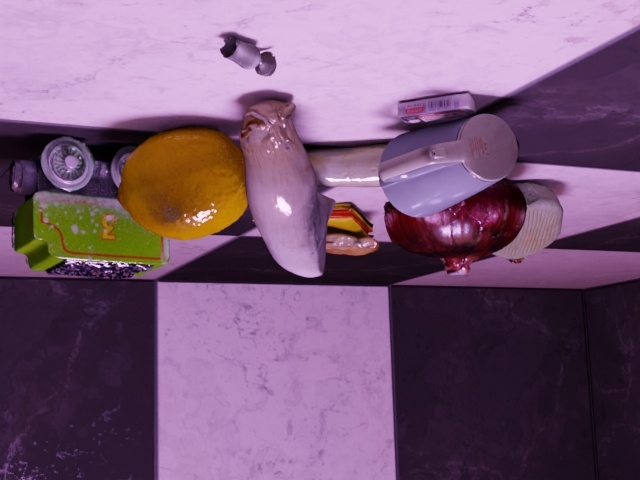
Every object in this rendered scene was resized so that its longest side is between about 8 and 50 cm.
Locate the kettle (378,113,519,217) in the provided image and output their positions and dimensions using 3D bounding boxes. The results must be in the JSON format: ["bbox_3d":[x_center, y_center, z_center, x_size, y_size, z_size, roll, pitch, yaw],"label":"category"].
[{"bbox_3d":[0.201,-0.136,1.705,0.211,0.159,0.243,-3,173,-24],"label":"kettle"}]

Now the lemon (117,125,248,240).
[{"bbox_3d":[-0.236,-0.100,1.750,0.260,0.204,0.204,-11,169,12],"label":"lemon"}]

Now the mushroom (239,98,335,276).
[{"bbox_3d":[-0.058,-0.087,1.721,0.126,0.177,0.397,9,157,15],"label":"mushroom"}]

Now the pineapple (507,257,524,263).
[{"bbox_3d":[0.472,-0.041,2.485,0.161,0.137,0.176,33,-163,7],"label":"pineapple"}]

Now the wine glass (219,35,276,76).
[{"bbox_3d":[-0.099,-0.252,1.357,0.039,0.042,0.083,-39,152,22],"label":"wine glass"}]

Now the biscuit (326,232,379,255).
[{"bbox_3d":[0.002,0.001,2.557,0.299,0.045,0.154,8,169,2],"label":"biscuit"}]

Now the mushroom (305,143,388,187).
[{"bbox_3d":[0.086,-0.142,1.898,0.312,0.081,0.100,1,-158,4],"label":"mushroom"}]

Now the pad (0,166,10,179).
[{"bbox_3d":[-0.551,-0.135,2.082,0.211,0.003,0.143,3,170,-27],"label":"pad"}]

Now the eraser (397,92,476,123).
[{"bbox_3d":[0.192,-0.218,1.641,0.122,0.029,0.052,-5,173,23],"label":"eraser"}]

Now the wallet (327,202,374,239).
[{"bbox_3d":[0.047,-0.049,2.561,0.141,0.067,0.241,0,167,16],"label":"wallet"}]

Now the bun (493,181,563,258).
[{"bbox_3d":[0.461,-0.052,2.323,0.221,0.108,0.221,-9,142,-7],"label":"bun"}]

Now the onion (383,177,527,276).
[{"bbox_3d":[0.285,-0.041,2.107,0.314,0.232,0.314,-1,172,0],"label":"onion"}]

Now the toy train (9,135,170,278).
[{"bbox_3d":[-0.432,-0.055,1.857,0.307,0.248,0.173,5,166,-35],"label":"toy train"}]
